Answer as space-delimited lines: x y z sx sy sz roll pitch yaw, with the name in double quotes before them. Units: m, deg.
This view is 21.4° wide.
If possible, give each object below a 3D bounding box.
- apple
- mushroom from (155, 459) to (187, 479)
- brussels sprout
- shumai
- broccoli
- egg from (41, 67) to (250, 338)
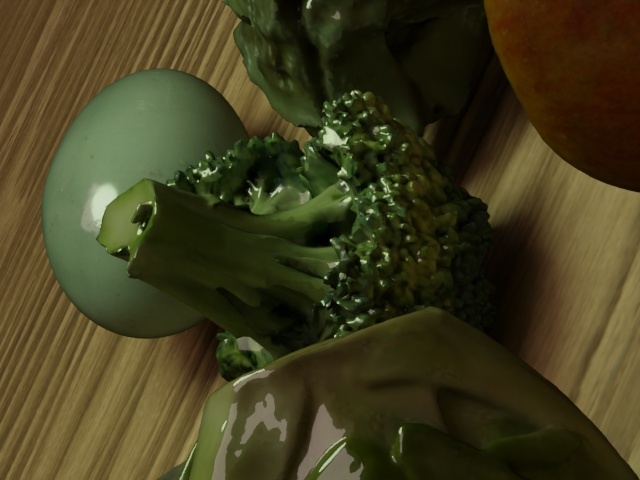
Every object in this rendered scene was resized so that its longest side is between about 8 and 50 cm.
"apple" 0.224 -0.173 1.054 0.301 0.301 0.301 -44 31 34
"mushroom" -0.153 0.280 1.576 0.351 0.097 0.109 -39 34 36
"brussels sprout" 0.066 0.205 1.001 0.247 0.328 0.328 -40 32 59
"shumai" 0.056 -0.245 1.463 0.395 0.395 0.348 -135 52 -64
"broccoli" -0.011 -0.001 1.358 0.249 0.302 0.375 -44 35 -6
"egg" -0.174 -0.050 1.787 0.230 0.230 0.371 -47 24 30
